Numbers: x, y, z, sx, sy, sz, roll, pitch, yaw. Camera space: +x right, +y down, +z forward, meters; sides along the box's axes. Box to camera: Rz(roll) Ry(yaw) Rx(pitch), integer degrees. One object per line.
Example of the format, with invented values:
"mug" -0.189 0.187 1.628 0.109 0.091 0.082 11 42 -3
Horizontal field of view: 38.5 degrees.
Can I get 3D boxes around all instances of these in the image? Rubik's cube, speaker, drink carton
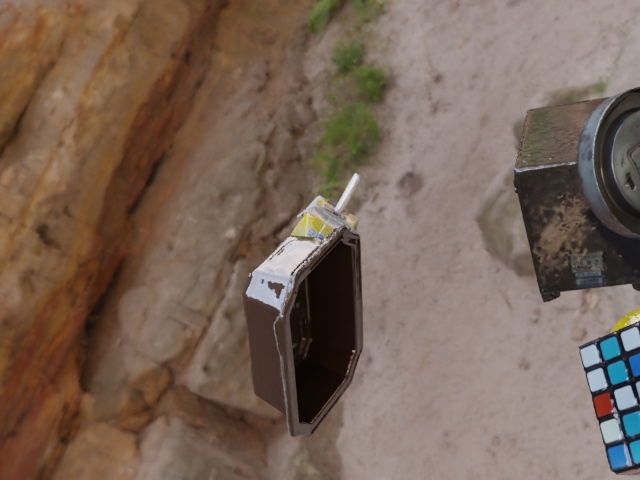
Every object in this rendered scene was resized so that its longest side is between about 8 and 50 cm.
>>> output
"Rubik's cube" 0.483 0.201 1.206 0.187 0.184 0.182 -37 52 45
"speaker" 0.420 -0.067 1.466 0.184 0.254 0.232 -6 30 23
"drink carton" 0.000 0.000 1.243 0.200 0.084 0.074 -60 -4 31

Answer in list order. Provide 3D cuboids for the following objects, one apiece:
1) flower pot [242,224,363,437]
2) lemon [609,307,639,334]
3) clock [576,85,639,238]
"flower pot" -0.026 0.102 1.103 0.084 0.251 0.179 16 39 26
"lemon" 0.619 0.208 1.670 0.206 0.173 0.173 28 89 52
"clock" 0.451 -0.106 1.276 0.042 0.215 0.215 -6 58 65
